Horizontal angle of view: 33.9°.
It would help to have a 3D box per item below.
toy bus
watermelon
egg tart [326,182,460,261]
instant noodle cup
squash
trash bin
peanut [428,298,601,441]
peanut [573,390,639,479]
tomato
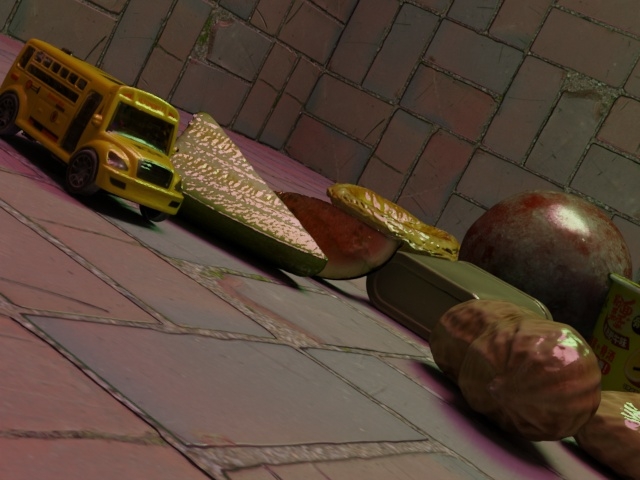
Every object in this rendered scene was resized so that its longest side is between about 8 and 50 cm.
[{"bbox_3d":[-0.299,-0.151,1.400,0.330,0.152,0.144,33,7,41],"label":"toy bus"},{"bbox_3d":[0.002,-0.003,1.612,0.245,0.119,0.063,20,17,7],"label":"watermelon"},{"bbox_3d":[0.140,-0.009,2.225,0.319,0.128,0.319,26,9,-4],"label":"egg tart"},{"bbox_3d":[0.548,0.215,1.686,0.311,0.221,0.311,28,6,-3],"label":"instant noodle cup"},{"bbox_3d":[-0.104,-0.050,1.545,0.289,0.111,0.203,25,40,4],"label":"squash"},{"bbox_3d":[0.224,0.109,1.679,0.243,0.121,0.247,31,11,33],"label":"trash bin"},{"bbox_3d":[0.226,0.149,1.263,0.153,0.140,0.325,-19,13,-15],"label":"peanut"},{"bbox_3d":[0.430,0.258,1.343,0.197,0.110,0.233,26,4,41],"label":"peanut"},{"bbox_3d":[0.406,0.062,1.910,0.317,0.316,0.282,26,21,-12],"label":"tomato"}]
